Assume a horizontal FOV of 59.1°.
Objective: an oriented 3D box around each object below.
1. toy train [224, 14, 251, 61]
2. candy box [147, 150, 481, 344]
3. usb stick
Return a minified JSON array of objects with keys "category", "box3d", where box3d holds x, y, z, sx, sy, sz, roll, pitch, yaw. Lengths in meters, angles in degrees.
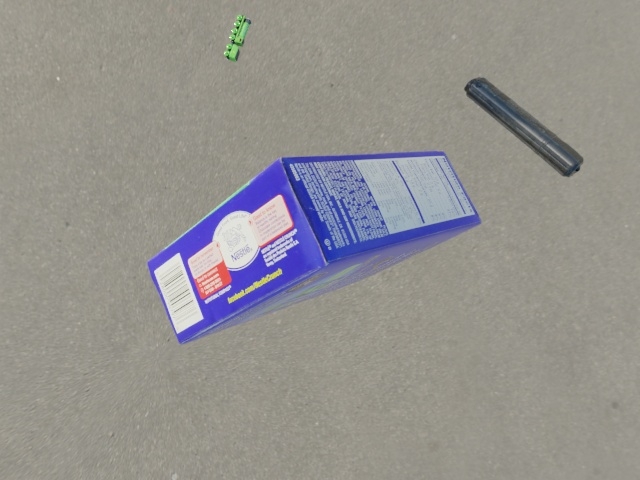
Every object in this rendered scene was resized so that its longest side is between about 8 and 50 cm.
[{"category":"toy train","box3d":[-0.133,-0.326,0.909,0.024,0.017,0.083,16,78,7]},{"category":"candy box","box3d":[0.000,0.000,0.699,0.317,0.268,0.122,-11,75,-49]},{"category":"usb stick","box3d":[0.405,-0.229,1.130,0.278,0.045,0.077,46,45,15]}]
